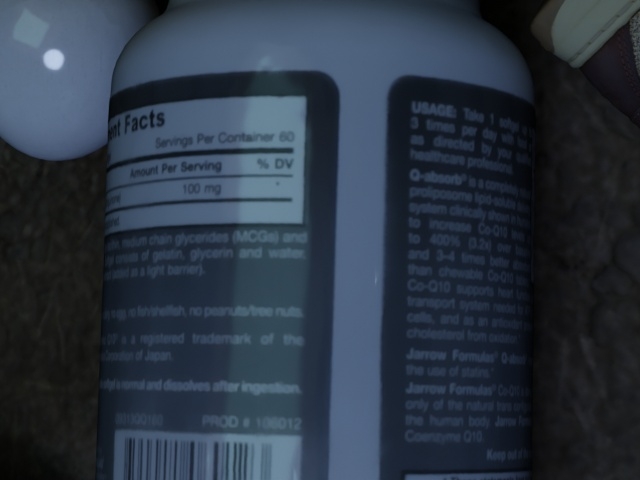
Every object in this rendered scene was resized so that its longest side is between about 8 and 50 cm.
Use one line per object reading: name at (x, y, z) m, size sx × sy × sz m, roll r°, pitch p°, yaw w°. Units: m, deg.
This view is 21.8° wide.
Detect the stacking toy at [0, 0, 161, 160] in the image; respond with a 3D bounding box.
stacking toy at (-0.133, -0.280, 0.908) m, size 0.351 × 0.350 × 0.480 m, roll 16°, pitch 111°, yaw 29°

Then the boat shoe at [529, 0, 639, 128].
boat shoe at (0.243, -0.156, 0.720) m, size 0.123 × 0.123 × 0.342 m, roll 49°, pitch 127°, yaw 0°

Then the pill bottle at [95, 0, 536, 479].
pill bottle at (0.000, 0.000, 0.808) m, size 0.210 × 0.210 × 0.363 m, roll -1°, pitch 84°, yaw 28°
